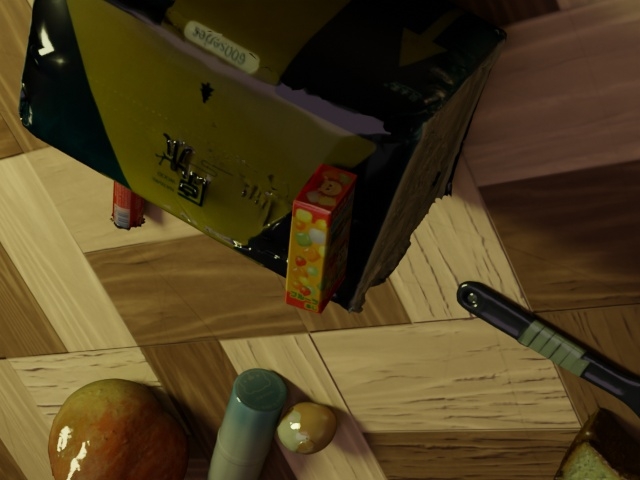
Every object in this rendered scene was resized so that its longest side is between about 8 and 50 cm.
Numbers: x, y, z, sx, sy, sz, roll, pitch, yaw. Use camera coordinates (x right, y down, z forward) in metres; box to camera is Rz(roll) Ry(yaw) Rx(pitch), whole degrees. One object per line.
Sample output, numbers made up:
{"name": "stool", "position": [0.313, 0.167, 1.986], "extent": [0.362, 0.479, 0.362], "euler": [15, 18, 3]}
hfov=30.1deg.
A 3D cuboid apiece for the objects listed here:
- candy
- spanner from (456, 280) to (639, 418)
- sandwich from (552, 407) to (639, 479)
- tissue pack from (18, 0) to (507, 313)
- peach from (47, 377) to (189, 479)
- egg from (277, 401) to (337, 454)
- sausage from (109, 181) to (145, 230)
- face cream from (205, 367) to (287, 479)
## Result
{"name": "candy", "position": [0.000, 0.000, 1.043], "extent": [0.038, 0.062, 0.122], "euler": [19, 132, 15]}
{"name": "spanner", "position": [0.290, 0.130, 1.322], "extent": [0.316, 0.024, 0.087], "euler": [32, 134, 13]}
{"name": "sandwich", "position": [0.373, 0.313, 1.374], "extent": [0.215, 0.065, 0.186], "euler": [27, 135, 16]}
{"name": "tissue pack", "position": [-0.060, -0.158, 1.180], "extent": [0.417, 0.253, 0.264], "euler": [29, 135, 10]}
{"name": "peach", "position": [-0.311, 0.321, 1.760], "extent": [0.233, 0.232, 0.232], "euler": [19, 132, 23]}
{"name": "egg", "position": [-0.015, 0.252, 1.603], "extent": [0.083, 0.071, 0.071], "euler": [-31, 102, 43]}
{"name": "sausage", "position": [-0.246, -0.081, 1.529], "extent": [0.048, 0.050, 0.145], "euler": [7, 131, -3]}
{"name": "face cream", "position": [-0.108, 0.283, 1.688], "extent": [0.077, 0.077, 0.250], "euler": [31, 136, 12]}
